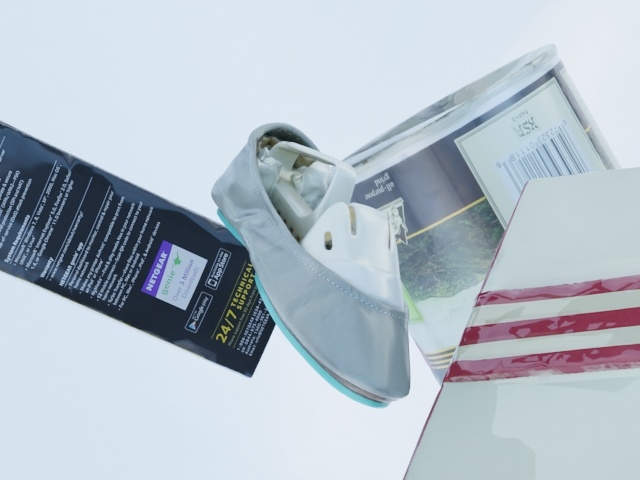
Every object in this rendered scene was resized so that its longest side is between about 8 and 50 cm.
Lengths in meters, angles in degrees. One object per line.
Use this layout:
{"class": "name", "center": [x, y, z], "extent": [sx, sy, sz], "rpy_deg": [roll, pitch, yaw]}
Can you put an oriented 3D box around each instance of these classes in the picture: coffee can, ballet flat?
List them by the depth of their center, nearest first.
{"class": "ballet flat", "center": [0.000, 0.000, 0.899], "extent": [0.072, 0.068, 0.213], "rpy_deg": [24, 15, -29]}
{"class": "coffee can", "center": [0.152, 0.023, 1.383], "extent": [0.275, 0.201, 0.201], "rpy_deg": [60, 36, -5]}

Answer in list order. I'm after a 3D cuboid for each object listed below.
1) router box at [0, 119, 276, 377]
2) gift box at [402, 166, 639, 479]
{"class": "router box", "center": [-0.187, -0.020, 1.188], "extent": [0.243, 0.309, 0.081], "rpy_deg": [26, 86, -28]}
{"class": "gift box", "center": [0.206, 0.101, 0.856], "extent": [0.276, 0.258, 0.255], "rpy_deg": [52, 47, -38]}
